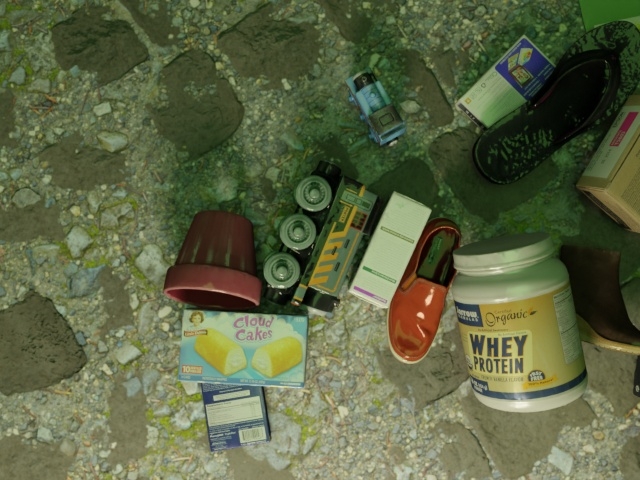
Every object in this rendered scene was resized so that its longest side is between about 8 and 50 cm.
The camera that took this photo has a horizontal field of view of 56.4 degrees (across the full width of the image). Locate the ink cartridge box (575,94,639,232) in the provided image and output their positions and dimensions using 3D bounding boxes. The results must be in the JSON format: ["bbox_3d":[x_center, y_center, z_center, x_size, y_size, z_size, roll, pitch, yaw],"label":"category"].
[{"bbox_3d":[0.678,-0.159,1.257,0.193,0.088,0.234,33,88,-25],"label":"ink cartridge box"}]

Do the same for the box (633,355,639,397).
[{"bbox_3d":[0.834,0.275,1.166,0.296,0.294,0.182,8,88,3],"label":"box"}]

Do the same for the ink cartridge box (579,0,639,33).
[{"bbox_3d":[0.680,-0.484,1.325,0.171,0.056,0.235,-11,89,2],"label":"ink cartridge box"}]

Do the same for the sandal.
[{"bbox_3d":[0.520,-0.284,1.252,0.446,0.107,0.167,-44,90,1],"label":"sandal"}]

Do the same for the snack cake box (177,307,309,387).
[{"bbox_3d":[-0.160,0.226,1.273,0.265,0.089,0.152,3,85,1],"label":"snack cake box"}]

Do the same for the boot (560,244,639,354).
[{"bbox_3d":[0.606,0.122,1.247,0.249,0.090,0.206,13,84,32],"label":"boot"}]

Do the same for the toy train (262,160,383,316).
[{"bbox_3d":[0.000,0.000,1.292,0.190,0.142,0.333,22,89,-7],"label":"toy train"}]

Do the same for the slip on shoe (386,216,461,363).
[{"bbox_3d":[0.226,0.107,1.292,0.123,0.101,0.331,19,90,1],"label":"slip on shoe"}]

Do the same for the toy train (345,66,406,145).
[{"bbox_3d":[0.121,-0.294,1.309,0.080,0.105,0.184,-27,87,0],"label":"toy train"}]

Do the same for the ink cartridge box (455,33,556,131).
[{"bbox_3d":[0.448,-0.310,1.328,0.208,0.045,0.206,45,90,1],"label":"ink cartridge box"}]

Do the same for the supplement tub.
[{"bbox_3d":[0.393,0.157,1.202,0.228,0.228,0.316,-13,95,1],"label":"supplement tub"}]

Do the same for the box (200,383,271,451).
[{"bbox_3d":[-0.193,0.343,1.327,0.137,0.036,0.225,-9,86,1],"label":"box"}]

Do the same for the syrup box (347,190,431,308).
[{"bbox_3d":[0.147,0.023,1.301,0.096,0.093,0.236,25,89,3],"label":"syrup box"}]

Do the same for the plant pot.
[{"bbox_3d":[-0.220,0.041,1.275,0.201,0.201,0.180,4,72,2],"label":"plant pot"}]
